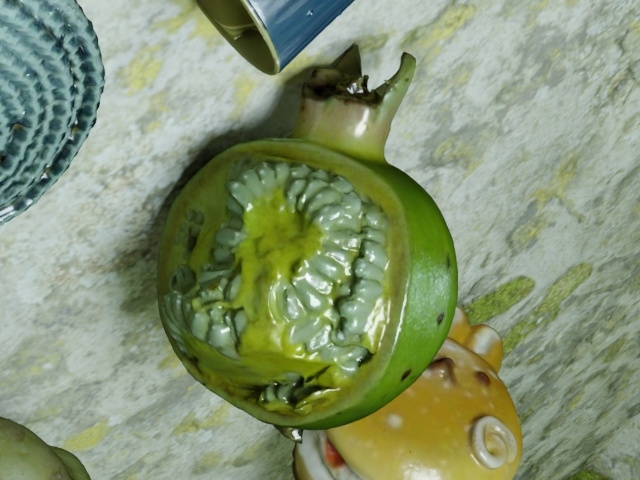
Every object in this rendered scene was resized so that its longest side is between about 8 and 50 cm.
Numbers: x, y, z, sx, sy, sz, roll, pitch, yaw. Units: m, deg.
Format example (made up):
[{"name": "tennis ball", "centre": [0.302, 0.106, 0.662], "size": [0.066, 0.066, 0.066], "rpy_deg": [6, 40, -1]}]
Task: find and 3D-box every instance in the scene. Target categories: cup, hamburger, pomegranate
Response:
[{"name": "cup", "centre": [-0.023, -0.225, 0.855], "size": [0.155, 0.131, 0.176], "rpy_deg": [-39, 126, -10]}, {"name": "hamburger", "centre": [0.121, 0.214, 1.501], "size": [0.302, 0.261, 0.186], "rpy_deg": [-32, 152, -50]}, {"name": "pomegranate", "centre": [0.000, 0.000, 1.074], "size": [0.260, 0.260, 0.341], "rpy_deg": [17, 95, -56]}]

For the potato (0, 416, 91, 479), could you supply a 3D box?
[{"name": "potato", "centre": [-0.358, 0.244, 1.053], "size": [0.351, 0.203, 0.218], "rpy_deg": [-8, 152, -23]}]

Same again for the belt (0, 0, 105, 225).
[{"name": "belt", "centre": [-0.246, -0.111, 0.699], "size": [0.206, 0.160, 0.295], "rpy_deg": [-37, 152, -4]}]
